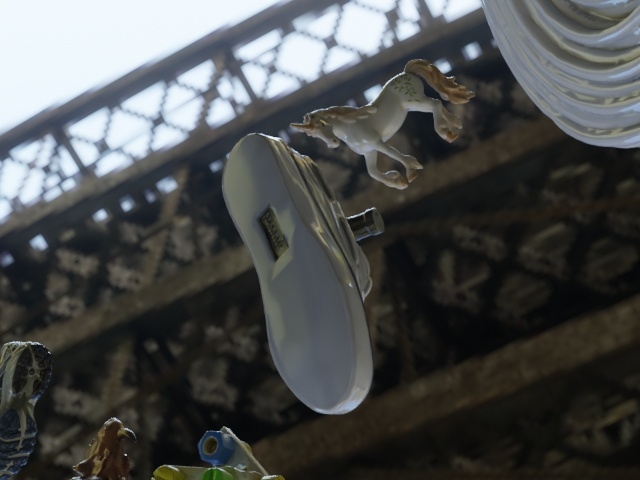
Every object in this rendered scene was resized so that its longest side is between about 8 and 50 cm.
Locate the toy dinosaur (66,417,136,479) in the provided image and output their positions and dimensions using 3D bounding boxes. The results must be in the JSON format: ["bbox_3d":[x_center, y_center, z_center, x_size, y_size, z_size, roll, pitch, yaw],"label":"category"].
[{"bbox_3d":[-0.203,0.348,1.799,0.200,0.295,0.127,-47,164,24],"label":"toy dinosaur"}]

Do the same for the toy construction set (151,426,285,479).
[{"bbox_3d":[-0.030,0.298,1.567,0.328,0.151,0.215,9,-104,51],"label":"toy construction set"}]

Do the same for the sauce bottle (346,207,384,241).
[{"bbox_3d":[0.000,0.000,1.690,0.128,0.042,0.042,-22,-155,20],"label":"sauce bottle"}]

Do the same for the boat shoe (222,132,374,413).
[{"bbox_3d":[0.002,0.023,1.378,0.095,0.084,0.258,-40,-126,34],"label":"boat shoe"}]

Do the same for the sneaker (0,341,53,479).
[{"bbox_3d":[-0.281,0.152,1.542,0.058,0.052,0.135,15,-98,47],"label":"sneaker"}]

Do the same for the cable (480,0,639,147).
[{"bbox_3d":[0.163,-0.170,0.861,0.089,0.257,0.257,-9,-161,-29],"label":"cable"}]

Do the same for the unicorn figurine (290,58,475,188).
[{"bbox_3d":[0.056,-0.104,1.587,0.162,0.111,0.060,-44,178,-25],"label":"unicorn figurine"}]
